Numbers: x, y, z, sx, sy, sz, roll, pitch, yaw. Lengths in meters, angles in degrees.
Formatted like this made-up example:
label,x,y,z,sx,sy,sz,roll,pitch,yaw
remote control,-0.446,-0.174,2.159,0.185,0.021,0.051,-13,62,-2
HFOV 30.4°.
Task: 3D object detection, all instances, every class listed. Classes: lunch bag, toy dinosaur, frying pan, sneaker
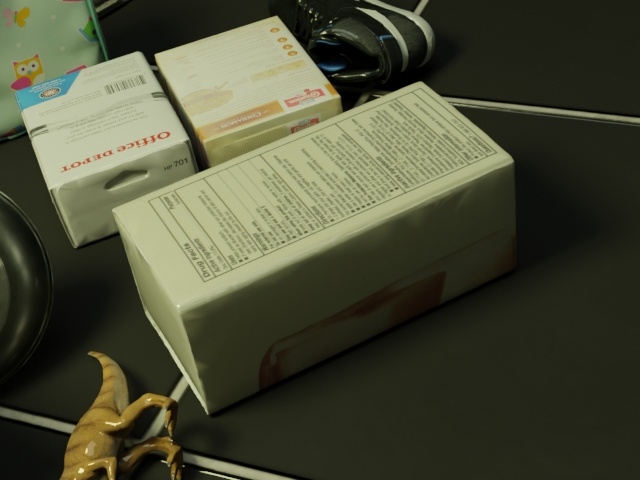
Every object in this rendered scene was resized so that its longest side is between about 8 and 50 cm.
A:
label,x,y,z,sx,sy,sz,roll,pitch,yaw
lunch bag,-0.367,-0.217,1.235,0.279,0.224,0.108,-23,42,-14
toy dinosaur,-0.160,0.141,0.895,0.112,0.064,0.211,-2,40,11
frying pan,-0.376,0.062,0.937,0.326,0.197,0.053,-19,11,-12
sneaker,0.004,-0.228,1.261,0.217,0.079,0.121,23,34,32

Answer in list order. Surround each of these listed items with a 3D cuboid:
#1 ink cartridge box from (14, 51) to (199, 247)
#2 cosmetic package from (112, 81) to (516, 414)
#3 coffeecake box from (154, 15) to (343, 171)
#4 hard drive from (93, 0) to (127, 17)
label,x,y,z,sx,sy,sz,roll,pitch,yaw
ink cartridge box,-0.211,-0.095,1.168,0.139,0.082,0.191,-20,42,-11
cosmetic package,0.000,0.000,0.975,0.296,0.129,0.153,-23,43,-15
coffeecake box,-0.073,-0.143,1.205,0.142,0.068,0.185,-20,41,-11
hard drive,-0.355,-0.331,1.359,0.064,0.237,0.339,27,51,35
